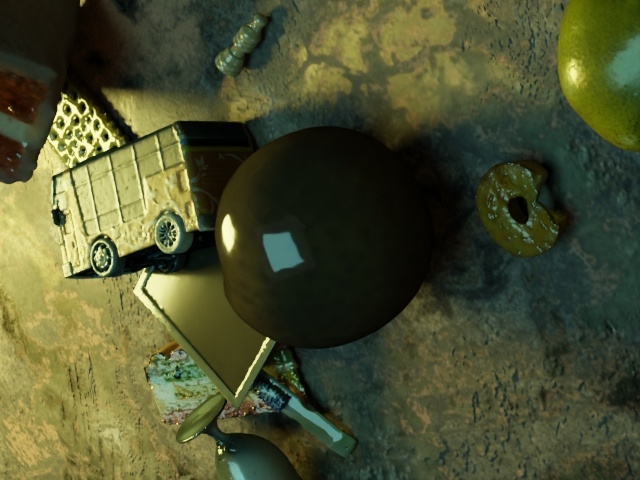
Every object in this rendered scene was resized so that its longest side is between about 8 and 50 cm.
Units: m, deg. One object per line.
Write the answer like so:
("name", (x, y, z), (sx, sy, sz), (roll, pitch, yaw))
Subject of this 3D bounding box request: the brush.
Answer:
("brush", (-0.032, 0.218, 2.027), (0.178, 0.030, 0.033), (37, 108, 8))

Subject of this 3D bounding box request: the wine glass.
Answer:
("wine glass", (-0.090, 0.299, 2.063), (0.093, 0.093, 0.202), (-22, 116, 46))

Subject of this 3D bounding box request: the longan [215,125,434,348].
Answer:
("longan", (0.000, 0.000, 1.774), (0.258, 0.258, 0.258), (19, 120, 36))

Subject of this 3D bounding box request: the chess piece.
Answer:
("chess piece", (-0.091, -0.240, 1.907), (0.035, 0.035, 0.092), (52, 131, 13))

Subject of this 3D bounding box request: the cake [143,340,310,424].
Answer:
("cake", (-0.115, 0.175, 2.109), (0.225, 0.090, 0.109), (-11, 99, 26))

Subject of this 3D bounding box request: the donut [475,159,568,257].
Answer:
("donut", (0.217, -0.037, 1.701), (0.097, 0.043, 0.108), (-14, 99, 45))

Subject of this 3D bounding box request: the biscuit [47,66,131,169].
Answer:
("biscuit", (-0.315, -0.128, 2.178), (0.203, 0.016, 0.144), (51, 134, 15))

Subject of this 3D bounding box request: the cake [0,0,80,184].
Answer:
("cake", (-0.474, -0.245, 2.039), (0.230, 0.308, 0.237), (-92, 25, -43))

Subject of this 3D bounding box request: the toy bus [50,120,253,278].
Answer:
("toy bus", (-0.210, -0.047, 2.002), (0.275, 0.138, 0.167), (-20, 80, 41))

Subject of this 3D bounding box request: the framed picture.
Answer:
("framed picture", (-0.134, 0.065, 2.038), (0.252, 0.014, 0.197), (45, 119, 32))

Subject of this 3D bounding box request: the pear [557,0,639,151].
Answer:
("pear", (0.306, -0.178, 1.455), (0.198, 0.198, 0.198), (19, 120, 36))
